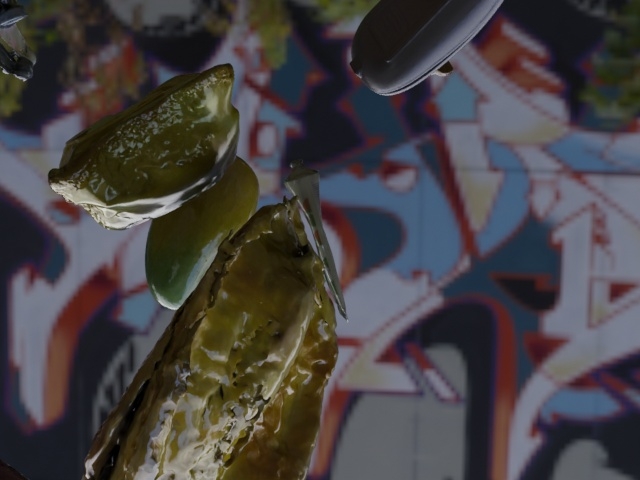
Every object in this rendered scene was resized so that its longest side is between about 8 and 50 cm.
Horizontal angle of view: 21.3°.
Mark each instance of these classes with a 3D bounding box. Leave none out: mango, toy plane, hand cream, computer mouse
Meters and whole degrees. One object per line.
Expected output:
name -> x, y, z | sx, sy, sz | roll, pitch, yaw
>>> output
mango -> -0.141, -0.010, 1.969 | 0.130, 0.194, 0.092 | 2, 159, 44
toy plane -> -0.366, -0.251, 1.694 | 0.103, 0.204, 0.316 | -22, -176, 5
hand cream -> 0.000, 0.000, 1.672 | 0.037, 0.165, 0.057 | -17, -171, -5
computer mouse -> 0.125, -0.250, 1.787 | 0.057, 0.232, 0.120 | 26, -154, -40

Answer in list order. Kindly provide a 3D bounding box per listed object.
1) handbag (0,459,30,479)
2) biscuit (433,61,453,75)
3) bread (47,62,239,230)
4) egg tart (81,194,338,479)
handbag -> -0.195, 0.249, 0.997 | 0.216, 0.203, 0.074 | 35, 168, 9
biscuit -> 0.120, -0.219, 1.962 | 0.082, 0.016, 0.092 | 16, -133, 12
bread -> -0.128, -0.069, 1.324 | 0.161, 0.088, 0.233 | -27, -172, -3
egg tart -> -0.055, 0.108, 1.236 | 0.132, 0.297, 0.297 | 24, -165, 11
